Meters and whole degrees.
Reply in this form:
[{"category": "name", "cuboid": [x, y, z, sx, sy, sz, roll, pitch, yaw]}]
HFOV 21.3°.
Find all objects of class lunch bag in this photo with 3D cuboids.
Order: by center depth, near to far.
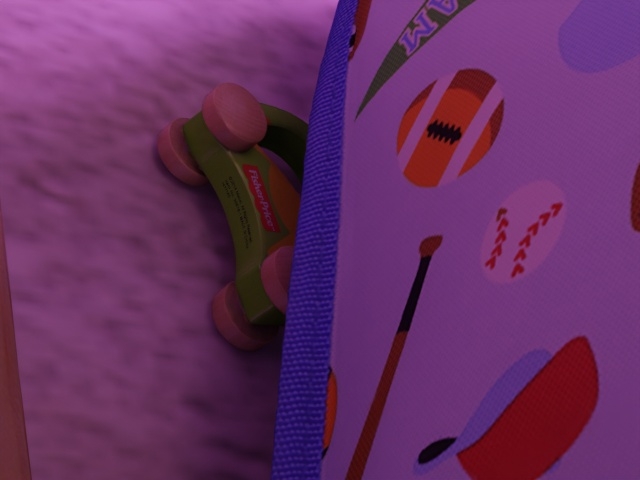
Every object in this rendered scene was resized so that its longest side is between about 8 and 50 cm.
[{"category": "lunch bag", "cuboid": [0.172, -0.020, 0.505, 0.239, 0.328, 0.385, 39, 39, -39]}]

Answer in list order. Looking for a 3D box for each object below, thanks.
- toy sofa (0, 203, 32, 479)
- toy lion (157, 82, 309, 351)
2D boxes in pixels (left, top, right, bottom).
[{"category": "toy sofa", "cuboid": [-0.169, -0.058, 0.400, 0.150, 0.177, 0.363, 37, 36, -54]}, {"category": "toy lion", "cuboid": [0.000, 0.000, 0.579, 0.096, 0.034, 0.100, 5, 58, -48]}]
